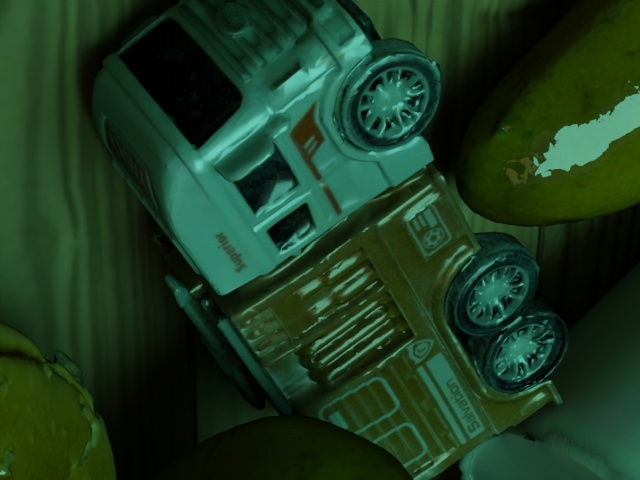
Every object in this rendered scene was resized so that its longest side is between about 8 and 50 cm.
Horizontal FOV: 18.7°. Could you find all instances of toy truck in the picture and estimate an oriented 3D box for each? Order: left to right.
[{"bbox_3d":[0.000,0.000,0.992,0.162,0.136,0.305,-37,134,-5],"label":"toy truck"}]

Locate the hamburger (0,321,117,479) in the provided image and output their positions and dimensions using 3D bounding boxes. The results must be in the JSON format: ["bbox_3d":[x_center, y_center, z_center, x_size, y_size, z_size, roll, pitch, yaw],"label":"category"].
[{"bbox_3d":[-0.232,0.151,0.862,0.314,0.170,0.290,-46,146,-11],"label":"hamburger"}]

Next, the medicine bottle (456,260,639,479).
[{"bbox_3d":[0.278,0.078,1.181,0.379,0.213,0.213,-41,133,-25],"label":"medicine bottle"}]

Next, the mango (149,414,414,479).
[{"bbox_3d":[-0.051,0.240,0.979,0.182,0.253,0.365,2,132,-29],"label":"mango"}]

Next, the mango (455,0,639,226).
[{"bbox_3d":[0.169,-0.084,1.096,0.227,0.109,0.147,-29,152,-24],"label":"mango"}]
